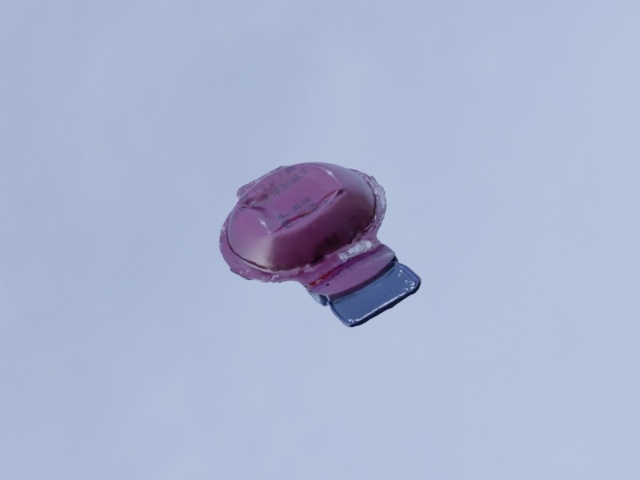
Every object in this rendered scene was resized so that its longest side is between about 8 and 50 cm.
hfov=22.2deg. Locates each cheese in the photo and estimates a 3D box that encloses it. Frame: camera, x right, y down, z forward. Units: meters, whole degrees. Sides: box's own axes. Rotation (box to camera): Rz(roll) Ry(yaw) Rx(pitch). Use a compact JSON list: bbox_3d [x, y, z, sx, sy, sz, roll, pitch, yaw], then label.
[{"bbox_3d":[0.000,0.000,1.392,0.155,0.244,0.062,-31,-51,-12],"label":"cheese"}]
